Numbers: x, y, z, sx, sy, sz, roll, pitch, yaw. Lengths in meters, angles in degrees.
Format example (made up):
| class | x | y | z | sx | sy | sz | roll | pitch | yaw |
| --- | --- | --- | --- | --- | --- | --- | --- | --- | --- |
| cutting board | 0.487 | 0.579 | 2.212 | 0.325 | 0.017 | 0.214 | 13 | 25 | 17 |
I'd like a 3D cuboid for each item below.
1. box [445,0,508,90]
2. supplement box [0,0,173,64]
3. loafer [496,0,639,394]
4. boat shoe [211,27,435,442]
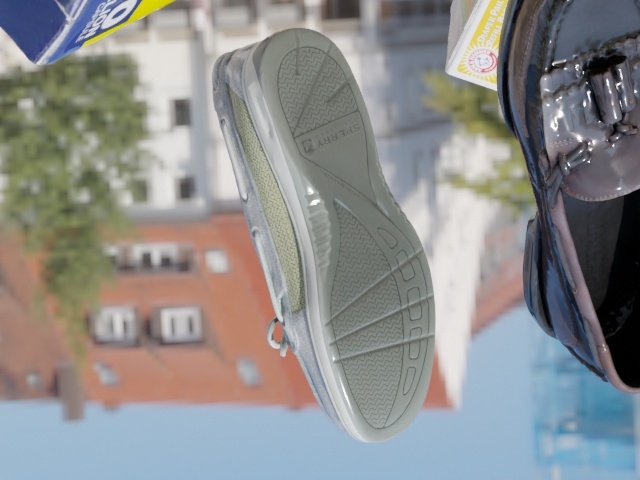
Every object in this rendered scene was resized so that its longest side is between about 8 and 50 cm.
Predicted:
| class | x | y | z | sx | sy | sz | roll | pitch | yaw |
| --- | --- | --- | --- | --- | --- | --- | --- | --- | --- |
| box | 0.226 | -0.189 | 1.790 | 0.203 | 0.103 | 0.114 | 18 | -140 | -9 |
| supplement box | -0.054 | -0.268 | 1.002 | 0.356 | 0.195 | 0.194 | -37 | 172 | -49 |
| loafer | 0.171 | -0.036 | 1.142 | 0.109 | 0.302 | 0.095 | -19 | -136 | -11 |
| boat shoe | -0.002 | 0.000 | 1.508 | 0.118 | 0.320 | 0.103 | -23 | -172 | -37 |
